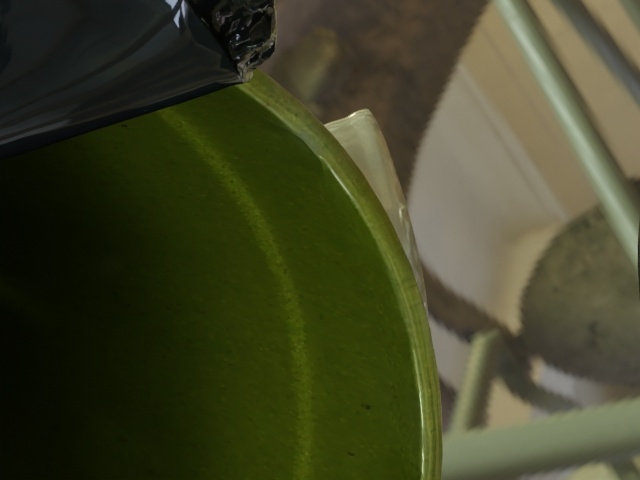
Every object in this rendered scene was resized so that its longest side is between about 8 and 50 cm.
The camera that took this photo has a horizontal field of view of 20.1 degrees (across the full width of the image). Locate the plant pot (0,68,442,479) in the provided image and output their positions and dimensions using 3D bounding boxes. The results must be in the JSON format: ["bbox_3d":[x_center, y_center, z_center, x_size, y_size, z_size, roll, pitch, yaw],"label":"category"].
[{"bbox_3d":[-0.202,0.074,0.743,0.366,0.366,0.353,45,163,-33],"label":"plant pot"}]

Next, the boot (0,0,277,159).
[{"bbox_3d":[-0.102,-0.004,0.350,0.094,0.207,0.246,-99,-12,-62],"label":"boot"}]

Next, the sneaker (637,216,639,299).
[{"bbox_3d":[0.144,0.062,0.428,0.090,0.145,0.270,10,-118,-18],"label":"sneaker"}]

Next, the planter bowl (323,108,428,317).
[{"bbox_3d":[0.000,0.000,1.248,0.162,0.109,0.162,165,90,-86],"label":"planter bowl"}]
